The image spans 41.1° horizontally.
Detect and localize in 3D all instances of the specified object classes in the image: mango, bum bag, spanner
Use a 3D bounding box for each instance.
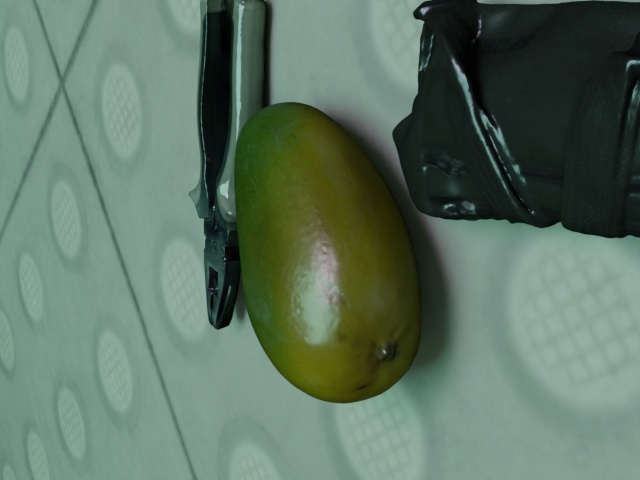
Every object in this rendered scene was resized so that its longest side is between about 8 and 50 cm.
[{"bbox_3d":[0.000,0.000,0.652,0.156,0.114,0.251,127,137,-58],"label":"mango"},{"bbox_3d":[0.140,-0.073,0.461,0.326,0.080,0.142,9,109,52],"label":"bum bag"},{"bbox_3d":[-0.088,-0.068,0.812,0.095,0.040,0.325,26,117,50],"label":"spanner"}]
